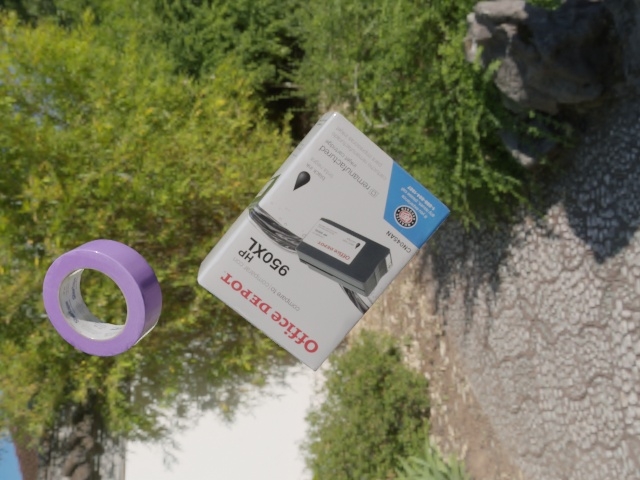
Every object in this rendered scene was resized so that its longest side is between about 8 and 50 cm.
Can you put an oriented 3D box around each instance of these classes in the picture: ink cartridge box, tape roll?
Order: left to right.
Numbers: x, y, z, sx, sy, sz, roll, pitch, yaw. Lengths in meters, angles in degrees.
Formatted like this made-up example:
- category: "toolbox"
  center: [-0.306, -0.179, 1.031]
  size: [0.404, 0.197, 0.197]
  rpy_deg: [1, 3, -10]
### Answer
- category: "tape roll"
  center: [-0.531, 0.140, 1.656]
  size: [0.090, 0.274, 0.275]
  rpy_deg: [-47, -40, -68]
- category: "ink cartridge box"
  center: [0.000, 0.000, 1.283]
  size: [0.395, 0.285, 0.166]
  rpy_deg: [-50, 11, 3]
